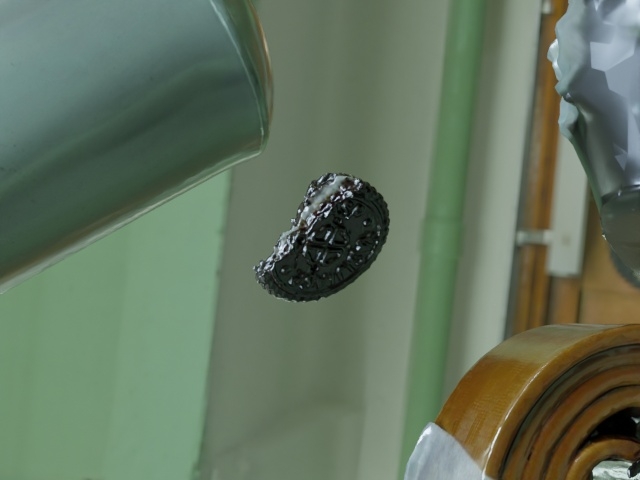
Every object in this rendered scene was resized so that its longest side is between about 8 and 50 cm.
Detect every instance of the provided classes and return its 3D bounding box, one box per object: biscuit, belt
[{"bbox_3d":[0.000,0.000,0.849,0.027,0.089,0.087,-126,27,-46],"label":"biscuit"},{"bbox_3d":[0.143,0.165,0.607,0.261,0.184,0.105,64,166,-2],"label":"belt"}]

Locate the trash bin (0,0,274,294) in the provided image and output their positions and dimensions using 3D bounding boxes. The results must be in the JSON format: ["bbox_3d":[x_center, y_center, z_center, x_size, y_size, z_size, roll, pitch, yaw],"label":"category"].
[{"bbox_3d":[-0.253,-0.127,1.341,0.432,0.280,0.280,-33,-38,-18],"label":"trash bin"}]

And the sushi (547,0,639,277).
[{"bbox_3d":[0.296,-0.125,0.686,0.328,0.285,0.329,42,-113,-53],"label":"sushi"}]
